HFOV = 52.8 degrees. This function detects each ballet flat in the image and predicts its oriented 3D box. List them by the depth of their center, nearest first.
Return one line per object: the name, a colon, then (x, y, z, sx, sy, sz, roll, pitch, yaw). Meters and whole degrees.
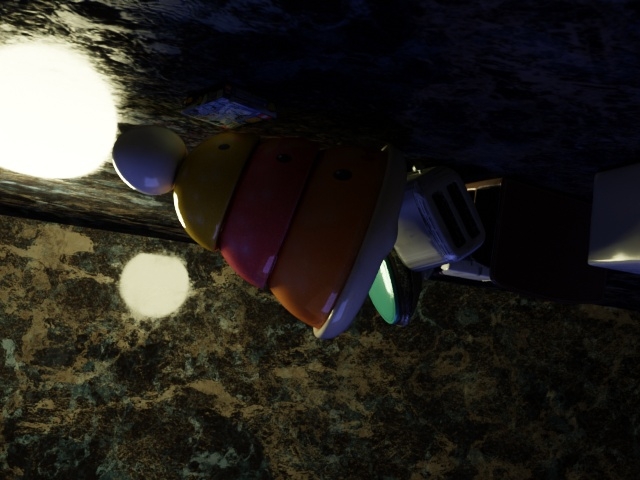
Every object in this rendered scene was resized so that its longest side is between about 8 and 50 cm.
ballet flat: (0.135, 0.013, 1.455, 0.182, 0.164, 0.483, -10, -149, -22)

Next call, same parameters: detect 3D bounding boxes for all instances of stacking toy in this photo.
stacking toy: (-0.123, -0.067, 1.086, 0.479, 0.351, 0.350, 21, 172, -5)

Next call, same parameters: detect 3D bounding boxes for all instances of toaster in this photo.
toaster: (0.211, -0.035, 1.226, 0.129, 0.227, 0.146, -28, -175, -28)

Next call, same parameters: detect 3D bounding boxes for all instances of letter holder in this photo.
letter holder: (0.424, 0.014, 1.311, 0.301, 0.214, 0.152, 11, 172, -25)

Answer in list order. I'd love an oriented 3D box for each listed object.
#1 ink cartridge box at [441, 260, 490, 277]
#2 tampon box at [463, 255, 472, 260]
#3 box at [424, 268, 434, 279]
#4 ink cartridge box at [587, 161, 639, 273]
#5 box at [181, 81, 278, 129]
ink cartridge box: (0.510, 0.081, 2.253, 0.217, 0.092, 0.158, 12, 172, -15)
tampon box: (0.299, -0.023, 1.542, 0.161, 0.120, 0.101, 14, 172, -40)
box: (0.238, 0.017, 1.699, 0.183, 0.059, 0.232, 33, -164, 14)
ink cartridge box: (0.673, -0.014, 0.993, 0.394, 0.166, 0.285, 10, 173, -15)
box: (-0.141, -0.203, 0.989, 0.094, 0.027, 0.137, 14, 171, -37)
